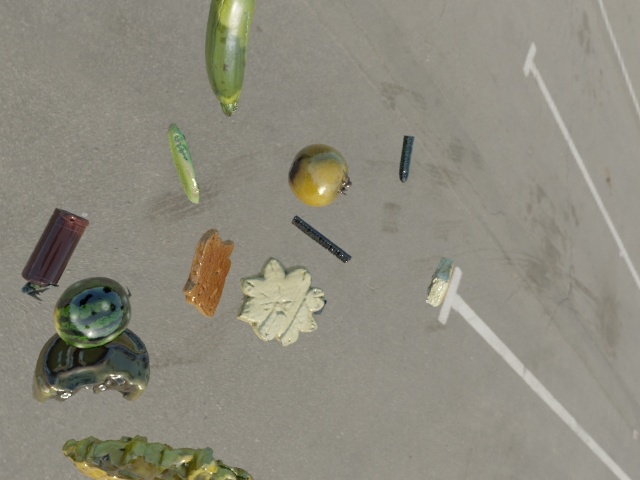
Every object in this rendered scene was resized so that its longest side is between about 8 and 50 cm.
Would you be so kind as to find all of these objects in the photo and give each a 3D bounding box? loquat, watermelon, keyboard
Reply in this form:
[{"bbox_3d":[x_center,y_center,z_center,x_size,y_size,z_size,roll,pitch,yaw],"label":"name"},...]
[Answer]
[{"bbox_3d":[-0.005,-0.155,0.989,0.137,0.163,0.163,-4,90,-71],"label":"loquat"},{"bbox_3d":[-0.808,0.254,1.472,0.269,0.269,0.268,3,86,-39],"label":"watermelon"},{"bbox_3d":[0.000,0.000,1.146,0.195,0.060,0.018,37,71,-1],"label":"keyboard"}]

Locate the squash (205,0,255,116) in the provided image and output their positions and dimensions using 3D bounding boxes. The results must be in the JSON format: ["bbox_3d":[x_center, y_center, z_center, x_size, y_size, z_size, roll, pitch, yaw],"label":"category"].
[{"bbox_3d":[-0.209,-0.413,0.910,0.095,0.341,0.094,9,52,-11],"label":"squash"}]

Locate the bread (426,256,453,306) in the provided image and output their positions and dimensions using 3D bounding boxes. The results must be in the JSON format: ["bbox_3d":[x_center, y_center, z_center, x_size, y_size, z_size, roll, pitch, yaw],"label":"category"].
[{"bbox_3d":[0.228,0.076,0.786,0.083,0.035,0.070,-53,156,-45],"label":"bread"}]

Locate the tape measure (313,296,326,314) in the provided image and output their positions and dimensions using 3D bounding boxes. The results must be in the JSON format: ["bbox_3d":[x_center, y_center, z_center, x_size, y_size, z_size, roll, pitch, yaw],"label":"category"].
[{"bbox_3d":[-0.089,0.241,1.816,0.199,0.186,0.112,27,87,-34],"label":"tape measure"}]

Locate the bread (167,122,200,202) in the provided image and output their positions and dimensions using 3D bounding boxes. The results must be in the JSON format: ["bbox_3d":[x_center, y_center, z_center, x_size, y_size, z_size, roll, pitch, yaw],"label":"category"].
[{"bbox_3d":[-0.502,-0.273,1.504,0.045,0.301,0.301,-18,99,-20],"label":"bread"}]

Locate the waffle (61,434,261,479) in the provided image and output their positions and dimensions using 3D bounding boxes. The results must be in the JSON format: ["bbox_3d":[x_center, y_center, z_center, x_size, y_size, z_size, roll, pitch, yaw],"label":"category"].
[{"bbox_3d":[-0.207,0.322,0.565,0.245,0.254,0.052,78,18,-48],"label":"waffle"}]

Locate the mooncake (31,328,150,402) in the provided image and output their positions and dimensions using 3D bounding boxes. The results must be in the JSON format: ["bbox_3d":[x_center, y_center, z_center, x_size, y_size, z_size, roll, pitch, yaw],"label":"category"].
[{"bbox_3d":[-0.898,0.516,1.628,0.393,0.246,0.394,47,35,1],"label":"mooncake"}]

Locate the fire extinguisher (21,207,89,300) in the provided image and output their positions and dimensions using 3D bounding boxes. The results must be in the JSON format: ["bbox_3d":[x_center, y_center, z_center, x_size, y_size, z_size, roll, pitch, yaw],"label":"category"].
[{"bbox_3d":[-0.764,0.047,1.175,0.105,0.105,0.269,28,81,-35],"label":"fire extinguisher"}]

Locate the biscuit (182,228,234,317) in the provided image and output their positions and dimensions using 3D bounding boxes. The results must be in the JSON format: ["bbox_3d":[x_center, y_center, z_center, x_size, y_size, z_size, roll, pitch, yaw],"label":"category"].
[{"bbox_3d":[-0.271,0.086,1.003,0.183,0.043,0.280,-50,161,-47],"label":"biscuit"}]

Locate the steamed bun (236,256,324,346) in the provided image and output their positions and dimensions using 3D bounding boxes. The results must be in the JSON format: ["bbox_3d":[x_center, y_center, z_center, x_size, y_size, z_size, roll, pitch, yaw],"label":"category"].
[{"bbox_3d":[-0.145,0.199,1.389,0.296,0.137,0.292,-22,95,-16],"label":"steamed bun"}]

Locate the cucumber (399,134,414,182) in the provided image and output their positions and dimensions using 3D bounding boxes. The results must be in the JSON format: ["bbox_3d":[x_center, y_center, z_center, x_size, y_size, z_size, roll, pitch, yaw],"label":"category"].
[{"bbox_3d":[0.241,-0.228,1.161,0.032,0.032,0.133,-11,114,-39],"label":"cucumber"}]
